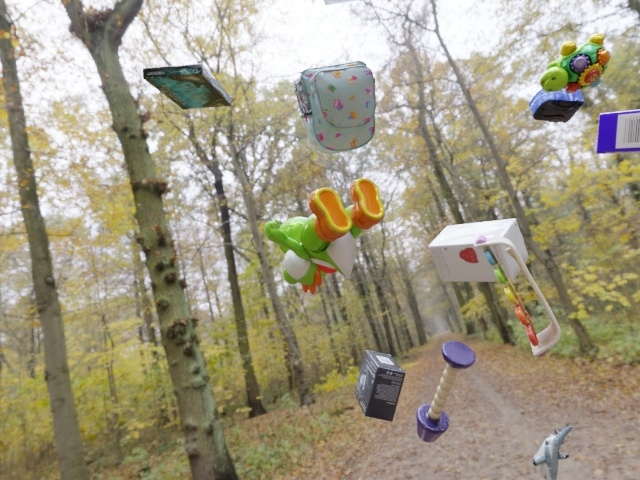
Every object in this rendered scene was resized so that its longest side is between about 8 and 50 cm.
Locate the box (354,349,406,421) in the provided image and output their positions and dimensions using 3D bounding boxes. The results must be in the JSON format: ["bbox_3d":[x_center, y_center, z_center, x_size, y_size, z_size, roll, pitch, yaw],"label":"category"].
[{"bbox_3d":[0.182,0.450,1.267,0.093,0.158,0.156,14,1,-8],"label":"box"}]

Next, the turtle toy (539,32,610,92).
[{"bbox_3d":[0.457,-0.305,0.728,0.130,0.066,0.095,-15,-40,2],"label":"turtle toy"}]

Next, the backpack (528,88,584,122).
[{"bbox_3d":[0.684,-0.406,1.195,0.120,0.101,0.098,-2,-31,-3],"label":"backpack"}]

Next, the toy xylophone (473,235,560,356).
[{"bbox_3d":[0.506,0.121,1.028,0.081,0.322,0.236,-30,-14,23],"label":"toy xylophone"}]

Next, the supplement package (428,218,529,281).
[{"bbox_3d":[0.608,0.043,1.565,0.175,0.177,0.293,-38,19,-35],"label":"supplement package"}]

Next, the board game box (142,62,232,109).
[{"bbox_3d":[-0.286,-0.337,0.898,0.126,0.026,0.186,-2,-1,6],"label":"board game box"}]

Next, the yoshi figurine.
[{"bbox_3d":[-0.018,-0.022,0.926,0.204,0.202,0.362,29,-35,-8],"label":"yoshi figurine"}]

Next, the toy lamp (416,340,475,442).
[{"bbox_3d":[0.276,0.354,0.918,0.080,0.080,0.274,-7,-56,-28],"label":"toy lamp"}]

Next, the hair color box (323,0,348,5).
[{"bbox_3d":[0.166,-0.514,0.663,0.348,0.173,0.105,-6,22,5],"label":"hair color box"}]

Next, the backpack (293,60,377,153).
[{"bbox_3d":[0.042,-0.286,0.887,0.166,0.188,0.144,-15,18,-15],"label":"backpack"}]

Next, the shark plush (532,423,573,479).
[{"bbox_3d":[0.650,0.583,1.117,0.161,0.067,0.073,-52,-33,-12],"label":"shark plush"}]

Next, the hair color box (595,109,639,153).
[{"bbox_3d":[0.866,-0.283,1.053,0.339,0.109,0.185,-16,17,-43],"label":"hair color box"}]
